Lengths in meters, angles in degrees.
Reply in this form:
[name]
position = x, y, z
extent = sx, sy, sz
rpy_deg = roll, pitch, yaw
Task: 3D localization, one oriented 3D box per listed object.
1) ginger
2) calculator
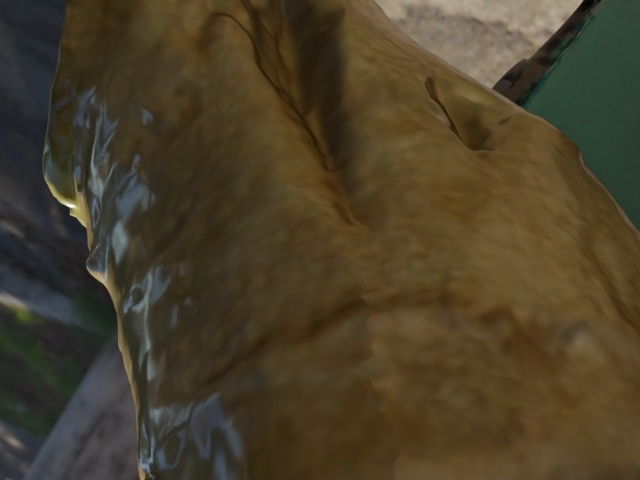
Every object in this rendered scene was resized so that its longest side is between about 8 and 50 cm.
[ginger]
position = 0.000, 0.000, 0.424
extent = 0.354, 0.190, 0.126
rpy_deg = 55, 157, 39
[calculator]
position = 0.201, -0.015, 0.866
extent = 0.248, 0.274, 0.058
rpy_deg = 42, 146, -8
